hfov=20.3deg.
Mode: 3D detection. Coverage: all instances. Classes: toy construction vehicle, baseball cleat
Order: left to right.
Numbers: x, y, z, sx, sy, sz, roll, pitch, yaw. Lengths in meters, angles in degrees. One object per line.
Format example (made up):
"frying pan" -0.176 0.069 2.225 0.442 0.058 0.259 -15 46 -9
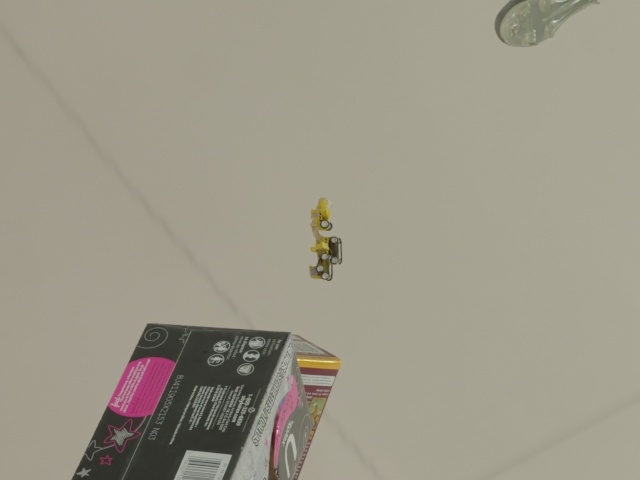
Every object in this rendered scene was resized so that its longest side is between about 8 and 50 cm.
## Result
"toy construction vehicle" 0.000 0.000 2.114 0.086 0.035 0.098 11 76 -78
"baseball cleat" 0.263 -0.295 2.168 0.109 0.206 0.072 30 -46 39

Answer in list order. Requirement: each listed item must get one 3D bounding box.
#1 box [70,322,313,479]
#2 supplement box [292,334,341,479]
"box" -0.120 0.216 1.740 0.247 0.163 0.142 -68 155 -45
"supplement box" -0.064 0.207 2.083 0.081 0.188 0.104 28 12 38
